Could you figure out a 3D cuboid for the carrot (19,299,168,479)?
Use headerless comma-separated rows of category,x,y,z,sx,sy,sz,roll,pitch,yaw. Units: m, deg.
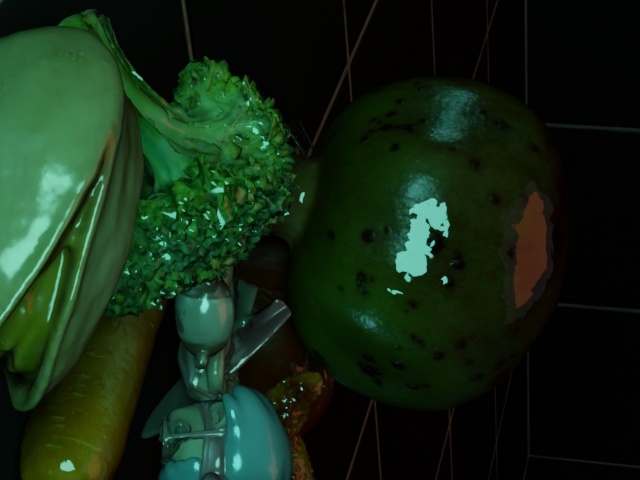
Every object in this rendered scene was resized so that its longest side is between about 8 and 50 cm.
carrot,-0.148,0.088,1.091,0.225,0.067,0.067,-75,163,-45

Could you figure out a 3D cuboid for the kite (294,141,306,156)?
kite,0.000,0.000,1.796,0.335,0.011,0.314,76,23,-54

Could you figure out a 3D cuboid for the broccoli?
broccoli,-0.112,-0.059,1.044,0.219,0.194,0.194,-38,135,-40

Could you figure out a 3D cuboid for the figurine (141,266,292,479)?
figurine,-0.068,0.085,1.217,0.205,0.102,0.260,114,-22,-56

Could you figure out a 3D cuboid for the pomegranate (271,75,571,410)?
pomegranate,0.057,0.004,1.428,0.291,0.323,0.291,-2,90,-88

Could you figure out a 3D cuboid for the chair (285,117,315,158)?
chair,-0.019,-0.076,1.648,0.086,0.042,0.037,58,27,3

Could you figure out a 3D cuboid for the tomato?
tomato,-0.029,0.094,1.558,0.225,0.085,0.225,1,90,-77

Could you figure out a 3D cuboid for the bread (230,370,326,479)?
bread,-0.053,0.231,1.399,0.095,0.139,0.269,-24,112,-51

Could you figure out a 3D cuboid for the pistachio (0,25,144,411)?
pistachio,-0.157,-0.014,0.887,0.129,0.131,0.206,18,73,-32
